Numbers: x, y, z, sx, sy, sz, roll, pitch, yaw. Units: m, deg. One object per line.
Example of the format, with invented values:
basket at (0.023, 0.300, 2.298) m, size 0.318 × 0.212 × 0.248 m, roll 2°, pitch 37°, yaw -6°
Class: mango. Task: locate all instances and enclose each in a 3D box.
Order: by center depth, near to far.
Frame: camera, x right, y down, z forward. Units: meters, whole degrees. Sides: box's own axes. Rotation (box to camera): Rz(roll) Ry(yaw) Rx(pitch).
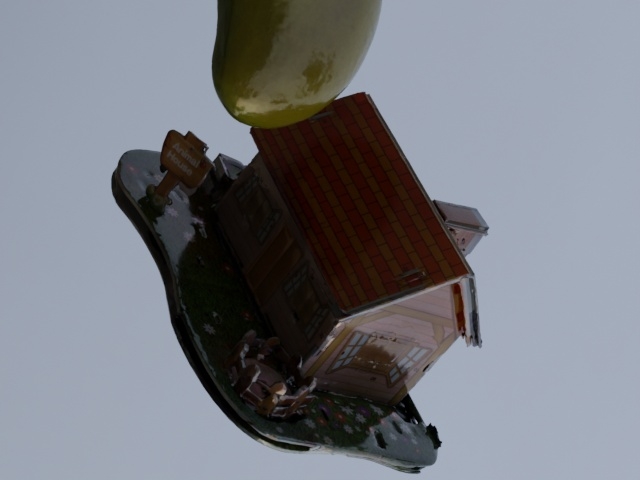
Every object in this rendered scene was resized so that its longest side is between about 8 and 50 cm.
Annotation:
mango at (-0.016, -0.164, 1.336) m, size 0.085 × 0.122 × 0.191 m, roll 3°, pitch -98°, yaw 44°

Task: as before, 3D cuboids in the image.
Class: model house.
model house at (0.001, 0.001, 1.392) m, size 0.154 × 0.207 × 0.294 m, roll -50°, pitch -134°, yaw 25°
